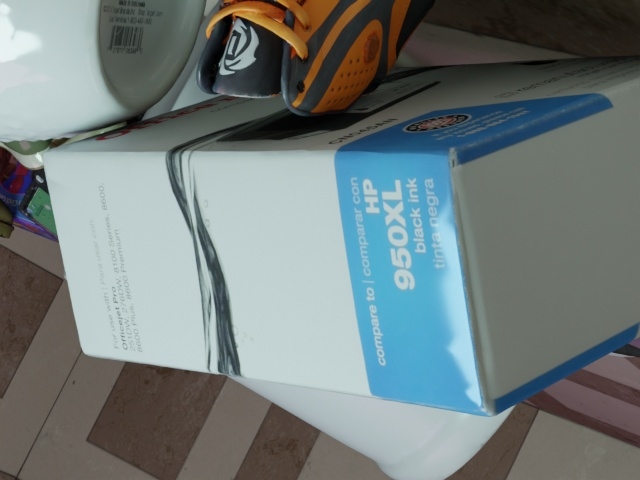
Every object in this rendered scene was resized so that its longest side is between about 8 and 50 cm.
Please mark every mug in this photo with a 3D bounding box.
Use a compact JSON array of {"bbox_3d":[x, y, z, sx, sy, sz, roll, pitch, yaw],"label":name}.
[{"bbox_3d":[-0.246,-0.203,1.271,0.328,0.276,0.374,16,177,21],"label":"mug"}]

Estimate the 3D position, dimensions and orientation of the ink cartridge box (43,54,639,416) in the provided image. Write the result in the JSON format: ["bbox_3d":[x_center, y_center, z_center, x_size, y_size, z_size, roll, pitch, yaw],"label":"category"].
[{"bbox_3d":[0.043,-0.019,1.147,0.395,0.166,0.285,3,-162,45],"label":"ink cartridge box"}]

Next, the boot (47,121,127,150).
[{"bbox_3d":[-0.221,-0.049,1.751,0.165,0.077,0.213,42,141,-13],"label":"boot"}]

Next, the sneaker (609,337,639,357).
[{"bbox_3d":[0.367,0.079,1.698,0.295,0.104,0.147,20,170,1],"label":"sneaker"}]

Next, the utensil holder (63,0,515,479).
[{"bbox_3d":[0.000,0.000,1.549,0.385,0.327,0.327,29,172,-11],"label":"utensil holder"}]

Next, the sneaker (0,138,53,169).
[{"bbox_3d":[-0.356,-0.144,1.804,0.192,0.064,0.086,24,148,42],"label":"sneaker"}]

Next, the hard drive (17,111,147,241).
[{"bbox_3d":[-0.190,-0.053,1.846,0.237,0.064,0.339,37,146,-4],"label":"hard drive"}]

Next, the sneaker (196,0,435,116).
[{"bbox_3d":[-0.030,-0.179,0.998,0.124,0.180,0.321,19,169,41],"label":"sneaker"}]

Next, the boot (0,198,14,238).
[{"bbox_3d":[-0.418,-0.164,2.016,0.236,0.269,0.089,32,169,-34],"label":"boot"}]

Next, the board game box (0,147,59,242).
[{"bbox_3d":[-0.373,-0.135,2.184,0.347,0.233,0.078,18,168,48],"label":"board game box"}]
